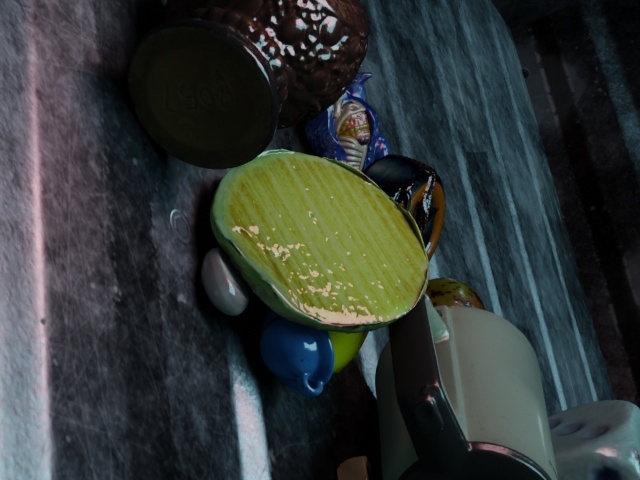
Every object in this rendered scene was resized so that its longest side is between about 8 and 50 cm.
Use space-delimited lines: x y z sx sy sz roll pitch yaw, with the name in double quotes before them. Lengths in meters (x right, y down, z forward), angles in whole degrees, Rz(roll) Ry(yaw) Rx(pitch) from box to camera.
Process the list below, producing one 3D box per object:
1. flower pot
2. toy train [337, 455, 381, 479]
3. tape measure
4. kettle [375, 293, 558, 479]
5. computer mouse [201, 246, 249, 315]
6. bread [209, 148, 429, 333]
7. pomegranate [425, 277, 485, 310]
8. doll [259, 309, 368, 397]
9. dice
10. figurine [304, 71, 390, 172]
"flower pot" -0.097 -0.233 1.389 0.266 0.267 0.267 60 33 -22
"toy train" 0.071 0.355 1.509 0.138 0.050 0.087 54 20 -40
"tape measure" 0.112 -0.021 1.737 0.202 0.135 0.222 -15 122 -58
"kettle" 0.180 0.234 1.505 0.376 0.250 0.361 -81 153 -68
"computer mouse" -0.120 0.052 1.345 0.066 0.039 0.096 50 10 -41
"bread" 0.003 -0.003 1.423 0.302 0.045 0.301 15 46 -16
"pomegranate" 0.195 0.117 1.893 0.220 0.156 0.156 49 29 -32
"doll" 0.012 0.074 1.491 0.199 0.145 0.363 33 37 -16
"dice" 0.553 0.493 2.240 0.264 0.263 0.268 67 23 -7
"figurine" 0.040 -0.150 1.825 0.164 0.121 0.262 3 86 -55
